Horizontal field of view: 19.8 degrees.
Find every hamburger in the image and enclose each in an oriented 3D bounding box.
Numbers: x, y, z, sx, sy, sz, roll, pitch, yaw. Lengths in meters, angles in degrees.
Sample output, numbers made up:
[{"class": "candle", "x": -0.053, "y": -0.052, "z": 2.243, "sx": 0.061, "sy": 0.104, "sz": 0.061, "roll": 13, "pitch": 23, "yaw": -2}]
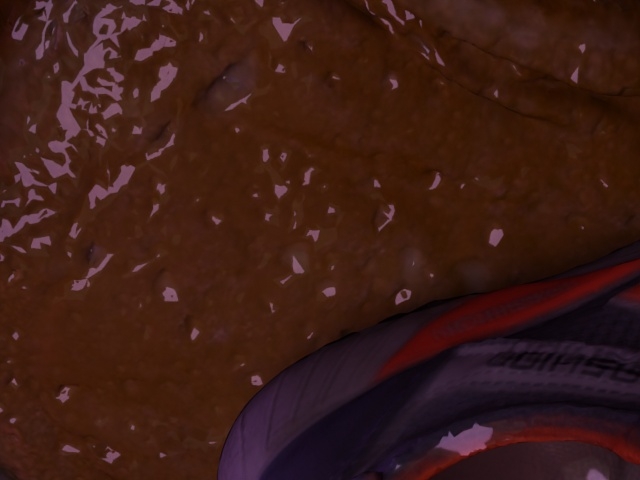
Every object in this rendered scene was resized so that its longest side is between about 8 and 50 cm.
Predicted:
[{"class": "hamburger", "x": 0.000, "y": 0.000, "z": 0.656, "sx": 0.318, "sy": 0.158, "sz": 0.318, "roll": 2, "pitch": 113, "yaw": 5}]

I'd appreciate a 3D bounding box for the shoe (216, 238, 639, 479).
[{"class": "shoe", "x": 0.131, "y": 0.064, "z": 0.501, "sx": 0.336, "sy": 0.171, "sz": 0.132, "roll": -16, "pitch": 106, "yaw": 5}]
